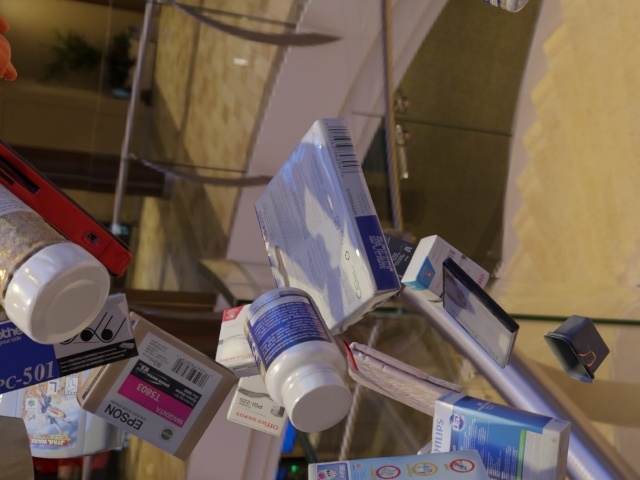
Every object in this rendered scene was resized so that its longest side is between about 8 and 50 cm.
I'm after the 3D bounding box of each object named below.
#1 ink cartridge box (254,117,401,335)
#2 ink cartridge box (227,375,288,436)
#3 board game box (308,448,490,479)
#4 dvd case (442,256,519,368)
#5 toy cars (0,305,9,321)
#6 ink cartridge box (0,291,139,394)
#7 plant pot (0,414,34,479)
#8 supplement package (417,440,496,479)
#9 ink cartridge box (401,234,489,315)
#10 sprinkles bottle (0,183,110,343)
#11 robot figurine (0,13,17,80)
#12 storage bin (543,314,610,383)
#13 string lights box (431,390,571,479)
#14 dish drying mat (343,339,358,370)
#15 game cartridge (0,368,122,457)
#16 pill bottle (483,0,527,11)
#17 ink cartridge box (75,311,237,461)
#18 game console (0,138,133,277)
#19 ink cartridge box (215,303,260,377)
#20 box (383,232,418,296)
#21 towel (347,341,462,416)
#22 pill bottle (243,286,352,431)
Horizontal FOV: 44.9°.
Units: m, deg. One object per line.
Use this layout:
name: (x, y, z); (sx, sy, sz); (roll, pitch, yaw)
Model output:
ink cartridge box: (0.000, 0.000, 1.408); (0.330, 0.071, 0.324); (-46, 57, 57)
ink cartridge box: (-0.143, 0.397, 2.090); (0.092, 0.158, 0.218); (-82, 11, -77)
board game box: (0.133, 0.457, 1.226); (0.308, 0.301, 0.086); (-92, -3, -75)
dvd case: (0.300, 0.144, 1.483); (0.180, 0.022, 0.253); (47, 171, 24)
toy cars: (-0.518, 0.091, 1.248); (0.393, 0.087, 0.177); (145, 138, -72)
ink cartridge box: (-0.375, 0.146, 1.114); (0.046, 0.207, 0.097); (-2, 100, 65)
plant pot: (-0.655, 0.403, 1.351); (0.256, 0.274, 0.257); (23, 117, 57)
supplement package: (0.283, 0.579, 1.699); (0.194, 0.203, 0.149); (-66, -22, 9)
ink cartridge box: (0.326, 0.097, 2.022); (0.140, 0.190, 0.082); (-61, 19, -19)
sprinkles bottle: (-0.429, -0.011, 1.001); (0.355, 0.121, 0.121); (34, 125, 25)
robot figurine: (-0.628, -0.337, 1.332); (0.219, 0.158, 0.128); (46, -137, -59)
storage bin: (0.579, 0.234, 1.717); (0.135, 0.091, 0.098); (53, 163, -17)
string lights box: (0.355, 0.400, 1.546); (0.259, 0.076, 0.133); (10, 102, 33)
dish drying mat: (0.059, 0.223, 1.499); (0.032, 0.008, 0.083); (57, 171, 36)
game cartridge: (-0.547, 0.351, 1.616); (0.062, 0.297, 0.198); (41, -131, -66)
pill bottle: (0.303, -0.572, 1.546); (0.153, 0.264, 0.153); (-53, -20, -28)
ink cartridge box: (-0.308, 0.278, 1.471); (0.193, 0.234, 0.088); (-59, 23, -9)
game console: (-0.496, -0.094, 1.317); (0.060, 0.386, 0.342); (-50, 26, -11)
ink cartridge box: (-0.159, 0.218, 1.679); (0.063, 0.109, 0.151); (52, -147, -44)
box: (0.204, 0.069, 2.362); (0.156, 0.158, 0.093); (-50, -26, -44)
towel: (0.222, 0.389, 2.131); (0.332, 0.316, 0.053); (83, -149, -68)
pill bottle: (-0.029, 0.159, 1.039); (0.187, 0.112, 0.112); (-121, 39, -50)
